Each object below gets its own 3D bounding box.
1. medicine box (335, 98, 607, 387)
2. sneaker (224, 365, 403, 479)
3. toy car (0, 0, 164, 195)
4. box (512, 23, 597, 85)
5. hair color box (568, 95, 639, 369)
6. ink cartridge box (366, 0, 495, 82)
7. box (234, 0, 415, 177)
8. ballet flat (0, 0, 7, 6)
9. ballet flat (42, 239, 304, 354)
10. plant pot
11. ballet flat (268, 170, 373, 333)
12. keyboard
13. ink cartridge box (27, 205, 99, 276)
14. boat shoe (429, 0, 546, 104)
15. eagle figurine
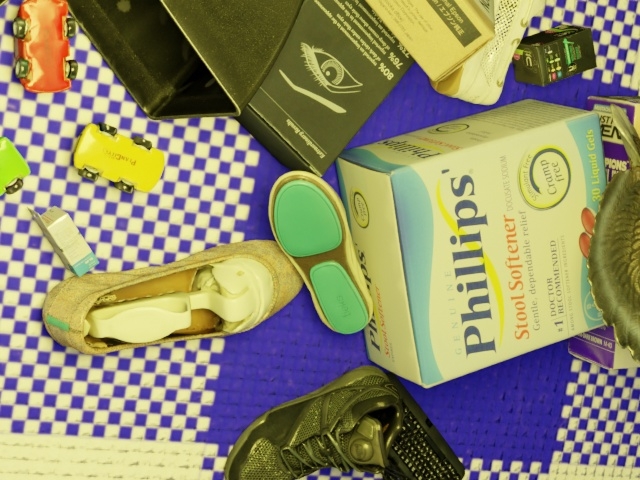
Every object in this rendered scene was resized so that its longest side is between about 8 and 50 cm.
[{"bbox_3d":[0.188,-0.003,1.758,0.289,0.149,0.264,-17,108,-24],"label":"medicine box"},{"bbox_3d":[-0.002,0.235,1.717,0.227,0.130,0.087,-27,111,-7],"label":"sneaker"},{"bbox_3d":[-0.305,-0.104,1.539,0.225,0.053,0.239,-39,114,-15],"label":"toy car"},{"bbox_3d":[0.282,-0.225,1.808,0.083,0.062,0.052,-21,111,-22],"label":"box"},{"bbox_3d":[0.431,-0.013,1.906,0.185,0.110,0.339,-3,100,-26],"label":"hair color box"},{"bbox_3d":[0.098,-0.304,1.589,0.088,0.235,0.193,-35,111,22],"label":"ink cartridge box"},{"bbox_3d":[-0.008,-0.198,1.640,0.207,0.108,0.153,-50,118,-9],"label":"box"},{"bbox_3d":[-0.351,-0.254,1.459,0.280,0.096,0.095,-42,116,-13],"label":"ballet flat"},{"bbox_3d":[-0.141,0.072,1.629,0.316,0.106,0.108,-13,107,-25],"label":"ballet flat"},{"bbox_3d":[-0.130,-0.249,1.536,0.167,0.188,0.187,-48,117,-25],"label":"plant pot"},{"bbox_3d":[0.000,0.000,1.676,0.086,0.086,0.248,-33,132,-17],"label":"ballet flat"},{"bbox_3d":[0.108,0.260,1.835,0.100,0.038,0.192,-44,115,-12],"label":"keyboard"},{"bbox_3d":[-0.273,-0.006,1.577,0.028,0.048,0.083,-37,115,-16],"label":"ink cartridge box"},{"bbox_3d":[0.219,-0.292,1.748,0.096,0.098,0.277,17,102,-29],"label":"boat shoe"},{"bbox_3d":[0.402,-0.002,1.713,0.226,0.225,0.298,26,94,-19],"label":"eagle figurine"}]
